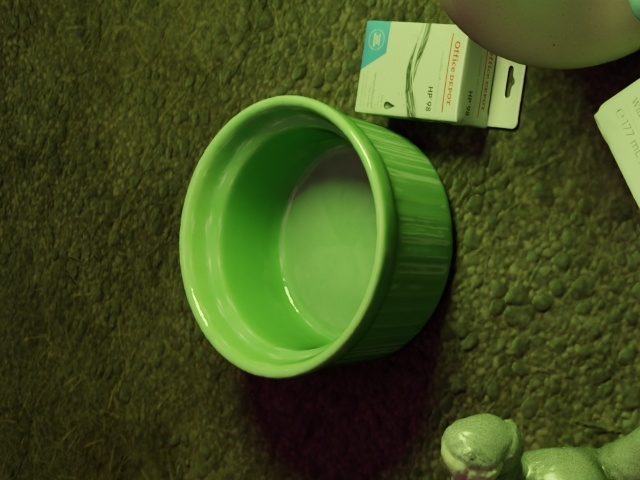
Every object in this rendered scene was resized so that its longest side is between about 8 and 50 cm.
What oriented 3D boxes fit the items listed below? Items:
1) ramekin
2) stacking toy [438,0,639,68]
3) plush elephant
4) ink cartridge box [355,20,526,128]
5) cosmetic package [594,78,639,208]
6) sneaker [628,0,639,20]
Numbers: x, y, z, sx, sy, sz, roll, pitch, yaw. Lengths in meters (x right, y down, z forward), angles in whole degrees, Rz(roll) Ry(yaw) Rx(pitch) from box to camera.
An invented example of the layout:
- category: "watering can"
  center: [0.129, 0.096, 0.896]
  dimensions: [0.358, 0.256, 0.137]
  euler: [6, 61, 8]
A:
- category: "ramekin"
  center: [0.000, 0.000, 1.675]
  dimensions: [0.303, 0.148, 0.303]
  euler: [-4, 84, 42]
- category: "stacking toy"
  center: [0.177, -0.408, 1.505]
  dimensions: [0.350, 0.351, 0.480]
  euler: [-64, 32, 19]
- category: "plush elephant"
  center: [0.217, 0.323, 1.388]
  dimensions: [0.330, 0.272, 0.255]
  euler: [118, 149, -56]
- category: "ink cartridge box"
  center: [0.128, -0.178, 1.631]
  dimensions: [0.180, 0.060, 0.104]
  euler: [10, 93, 42]
- category: "cosmetic package"
  center: [0.452, -0.114, 1.271]
  dimensions: [0.385, 0.156, 0.217]
  euler: [-39, 61, 34]
- category: "sneaker"
  center: [0.404, -0.308, 1.304]
  dimensions: [0.366, 0.150, 0.135]
  euler: [-33, 89, -5]
